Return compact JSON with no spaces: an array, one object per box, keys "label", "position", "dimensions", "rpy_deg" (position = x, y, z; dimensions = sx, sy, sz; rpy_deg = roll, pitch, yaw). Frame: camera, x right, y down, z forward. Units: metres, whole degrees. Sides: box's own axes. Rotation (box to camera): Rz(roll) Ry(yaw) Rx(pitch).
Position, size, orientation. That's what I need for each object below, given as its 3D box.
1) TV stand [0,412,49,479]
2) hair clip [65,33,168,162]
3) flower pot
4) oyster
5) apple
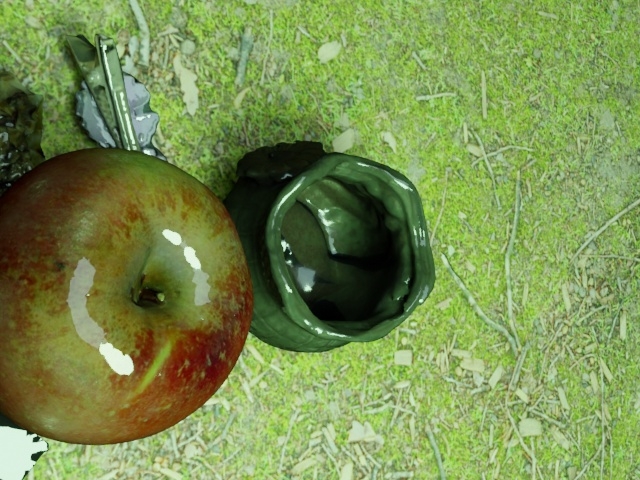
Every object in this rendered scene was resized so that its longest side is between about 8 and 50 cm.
[{"label":"TV stand","position":[-0.443,0.182,1.156],"dimensions":[0.269,0.082,0.088],"rpy_deg":[46,62,-23]},{"label":"hair clip","position":[-0.250,-0.133,1.322],"dimensions":[0.106,0.084,0.292],"rpy_deg":[-28,107,-38]},{"label":"flower pot","position":[0.000,0.000,1.395],"dimensions":[0.301,0.213,0.302],"rpy_deg":[3,85,-34]},{"label":"oyster","position":[-0.418,-0.110,1.202],"dimensions":[0.214,0.083,0.223],"rpy_deg":[13,72,-36]},{"label":"apple","position":[-0.245,0.065,1.164],"dimensions":[0.348,0.277,0.348],"rpy_deg":[7,80,-44]}]
